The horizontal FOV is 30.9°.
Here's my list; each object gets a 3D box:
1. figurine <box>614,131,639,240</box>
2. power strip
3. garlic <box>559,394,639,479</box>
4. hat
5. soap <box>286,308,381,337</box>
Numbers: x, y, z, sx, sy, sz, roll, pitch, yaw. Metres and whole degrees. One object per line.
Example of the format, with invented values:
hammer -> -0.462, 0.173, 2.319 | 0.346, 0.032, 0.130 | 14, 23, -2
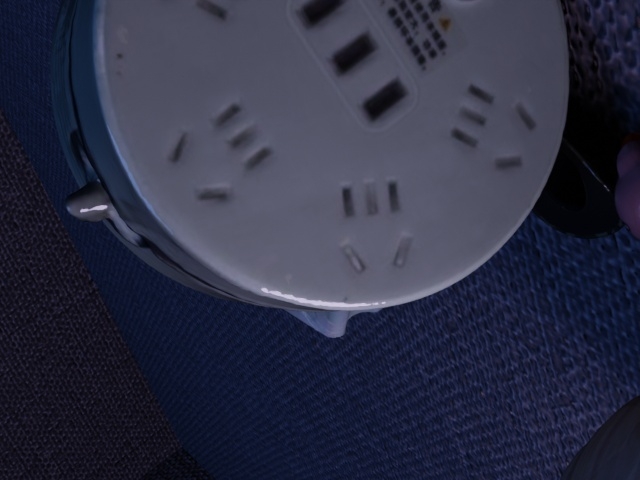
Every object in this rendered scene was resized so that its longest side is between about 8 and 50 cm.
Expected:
figurine -> 0.233, -0.032, 0.787 | 0.067, 0.071, 0.083 | -34, 102, 29
power strip -> -0.015, -0.110, 0.796 | 0.358, 0.357, 0.161 | 59, 160, -11
garlic -> 0.291, 0.213, 0.765 | 0.317, 0.259, 0.317 | 28, 154, 15
hat -> 0.193, -0.054, 0.865 | 0.121, 0.050, 0.121 | 53, 164, 22
soap -> 0.000, 0.000, 1.315 | 0.173, 0.095, 0.289 | 49, 159, 17
